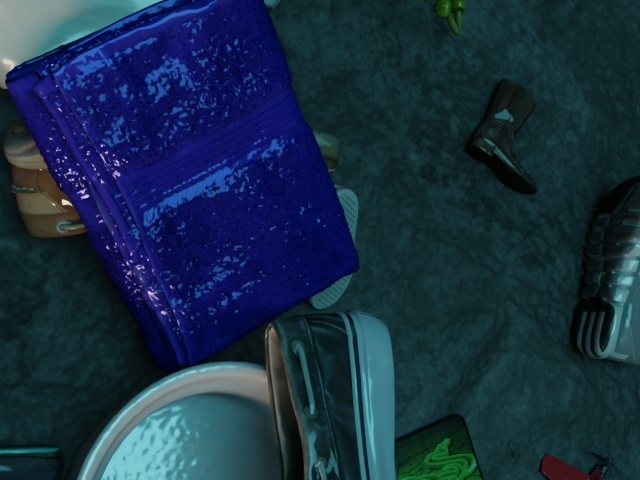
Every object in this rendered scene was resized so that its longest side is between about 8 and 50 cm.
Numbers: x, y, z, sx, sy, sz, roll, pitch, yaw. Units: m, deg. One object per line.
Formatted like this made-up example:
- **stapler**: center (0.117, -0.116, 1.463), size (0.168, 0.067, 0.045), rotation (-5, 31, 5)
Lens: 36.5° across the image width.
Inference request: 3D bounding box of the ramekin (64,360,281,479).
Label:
- **ramekin**: center (-0.103, 0.251, 0.882), size (0.277, 0.135, 0.277), rotation (4, 80, -24)

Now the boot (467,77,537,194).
- **boot**: center (0.237, -0.126, 1.156), size (0.106, 0.037, 0.114), rotation (38, 64, -18)

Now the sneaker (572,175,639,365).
- **sneaker**: center (0.392, 0.045, 1.183), size (0.132, 0.086, 0.229), rotation (21, 84, -26)

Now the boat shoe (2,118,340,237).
- **boat shoe**: center (-0.136, -0.062, 0.933), size (0.324, 0.123, 0.117), rotation (-5, 107, -23)

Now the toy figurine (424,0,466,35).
- **toy figurine**: center (0.146, -0.396, 0.976), size (0.362, 0.217, 0.191), rotation (35, 48, -42)

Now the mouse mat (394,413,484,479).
- **mouse mat**: center (0.101, 0.288, 1.045), size (0.189, 0.007, 0.153), rotation (-18, 90, -27)

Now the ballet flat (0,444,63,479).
- **ballet flat**: center (-0.322, 0.202, 0.824), size (0.203, 0.074, 0.074), rotation (11, 78, -26)

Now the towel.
- **towel**: center (-0.100, -0.052, 0.842), size (0.227, 0.076, 0.308), rotation (-29, 117, -14)

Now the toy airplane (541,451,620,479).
- **toy airplane**: center (0.304, 0.316, 1.124), size (0.151, 0.028, 0.151), rotation (4, 80, -23)

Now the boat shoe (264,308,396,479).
- **boat shoe**: center (-0.002, 0.223, 0.808), size (0.119, 0.121, 0.335), rotation (3, 70, -17)

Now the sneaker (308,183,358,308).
- **sneaker**: center (0.000, 0.000, 1.021), size (0.051, 0.070, 0.134), rotation (-5, 114, -34)

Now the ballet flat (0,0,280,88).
- **ballet flat**: center (-0.150, -0.237, 0.951), size (0.400, 0.139, 0.139), rotation (-19, 91, -22)
